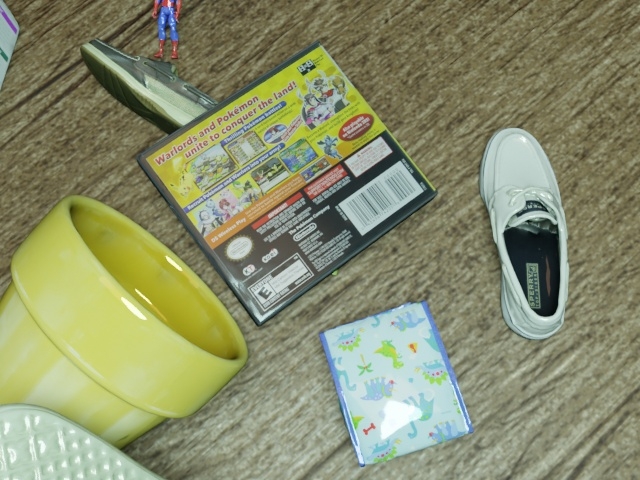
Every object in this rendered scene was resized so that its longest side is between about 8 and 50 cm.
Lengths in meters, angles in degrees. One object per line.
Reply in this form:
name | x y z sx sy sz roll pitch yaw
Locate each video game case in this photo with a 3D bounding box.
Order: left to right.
video game case | -0.038 -0.075 0.885 0.275 0.035 0.248 -36 84 -13

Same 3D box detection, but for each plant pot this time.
plant pot | -0.245 0.122 0.764 0.239 0.254 0.254 -47 74 5

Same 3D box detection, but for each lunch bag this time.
lunch bag | 0.079 0.154 0.797 0.129 0.096 0.151 -18 80 -3

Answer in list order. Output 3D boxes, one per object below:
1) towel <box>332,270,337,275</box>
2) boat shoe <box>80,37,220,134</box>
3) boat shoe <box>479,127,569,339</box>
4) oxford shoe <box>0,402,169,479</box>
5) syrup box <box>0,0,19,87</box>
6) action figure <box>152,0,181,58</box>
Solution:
towel | 0.000 0.000 0.902 0.060 0.009 0.083 8 72 6
boat shoe | -0.212 -0.199 0.953 0.223 0.080 0.073 36 71 9
boat shoe | 0.242 -0.021 0.853 0.096 0.088 0.267 2 71 4
oxford shoe | -0.162 0.304 0.661 0.449 0.130 0.169 47 46 -24
syrup box | -0.489 -0.216 0.962 0.093 0.096 0.237 7 70 4
action figure | -0.207 -0.307 0.986 0.038 0.030 0.115 6 100 10
